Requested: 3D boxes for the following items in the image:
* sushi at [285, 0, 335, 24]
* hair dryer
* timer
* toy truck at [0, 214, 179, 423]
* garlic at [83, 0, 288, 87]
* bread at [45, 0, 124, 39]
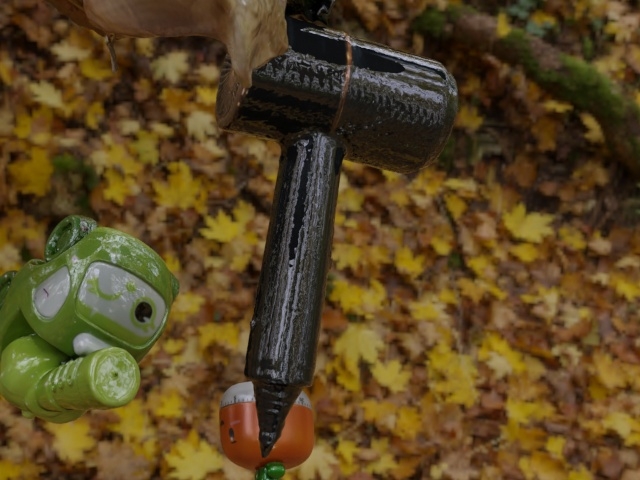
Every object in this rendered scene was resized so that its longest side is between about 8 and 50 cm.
[{"bbox_3d":[-0.027,-0.222,0.831,0.085,0.083,0.056,9,58,5],"label":"sushi"},{"bbox_3d":[0.000,0.000,0.824,0.189,0.352,0.107,12,-13,-18],"label":"hair dryer"},{"bbox_3d":[-0.064,0.235,1.214,0.136,0.136,0.099,-19,-2,-42],"label":"timer"},{"bbox_3d":[-0.239,0.098,0.991,0.187,0.148,0.210,-29,41,30],"label":"toy truck"},{"bbox_3d":[-0.073,-0.162,0.598,0.099,0.124,0.174,7,29,15],"label":"garlic"},{"bbox_3d":[-0.284,-0.340,1.073,0.275,0.114,0.185,38,-16,-6],"label":"bread"}]
